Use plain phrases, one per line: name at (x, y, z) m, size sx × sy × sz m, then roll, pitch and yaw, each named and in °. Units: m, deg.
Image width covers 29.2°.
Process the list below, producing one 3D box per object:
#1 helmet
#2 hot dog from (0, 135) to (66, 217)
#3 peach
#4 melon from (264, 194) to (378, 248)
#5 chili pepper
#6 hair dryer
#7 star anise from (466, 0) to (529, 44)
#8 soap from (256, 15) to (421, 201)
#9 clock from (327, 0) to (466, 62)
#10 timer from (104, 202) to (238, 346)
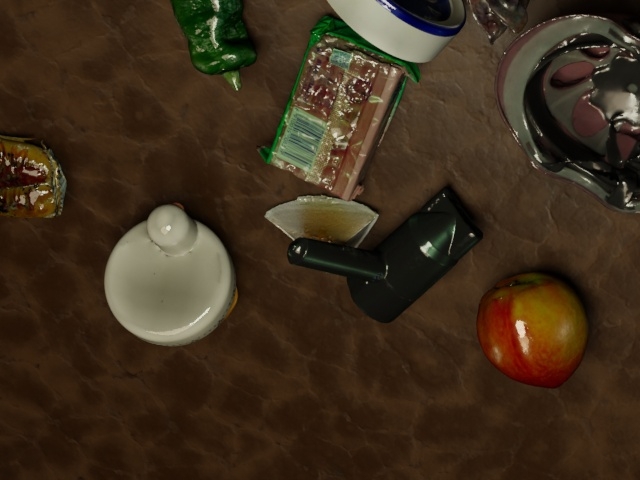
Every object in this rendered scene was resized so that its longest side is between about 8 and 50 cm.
helmet at (0.435, -0.212, 1.794) m, size 0.338 × 0.197 × 0.271 m, roll 35°, pitch 129°, yaw 5°
hot dog at (-0.591, -0.116, 2.255) m, size 0.270 × 0.082 × 0.163 m, roll 8°, pitch 120°, yaw 14°
peach at (0.351, 0.152, 2.024) m, size 0.197 × 0.197 × 0.197 m, roll 8°, pitch 119°, yaw 15°
melon at (0.002, 0.001, 2.115) m, size 0.202 × 0.093 × 0.140 m, roll 5°, pitch 126°, yaw 21°
chili pepper at (-0.175, -0.370, 1.972) m, size 0.136 × 0.099 × 0.271 m, roll -13°, pitch 108°, yaw 14°
hair dryer at (0.093, 0.011, 1.994) m, size 0.244 × 0.302 × 0.116 m, roll -47°, pitch 52°, yaw 30°
star anise at (0.249, -0.418, 1.741) m, size 0.129 × 0.212 × 0.283 m, roll -21°, pitch 69°, yaw -5°
soap at (0.024, -0.209, 1.990) m, size 0.217 × 0.098 × 0.273 m, roll 25°, pitch 121°, yaw 5°
clock at (0.103, -0.366, 1.805) m, size 0.230 × 0.230 × 0.083 m, roll 39°, pitch 126°, yaw -4°
timer at (-0.265, 0.063, 2.148) m, size 0.233 × 0.240 × 0.234 m, roll -2°, pitch 75°, yaw 7°
